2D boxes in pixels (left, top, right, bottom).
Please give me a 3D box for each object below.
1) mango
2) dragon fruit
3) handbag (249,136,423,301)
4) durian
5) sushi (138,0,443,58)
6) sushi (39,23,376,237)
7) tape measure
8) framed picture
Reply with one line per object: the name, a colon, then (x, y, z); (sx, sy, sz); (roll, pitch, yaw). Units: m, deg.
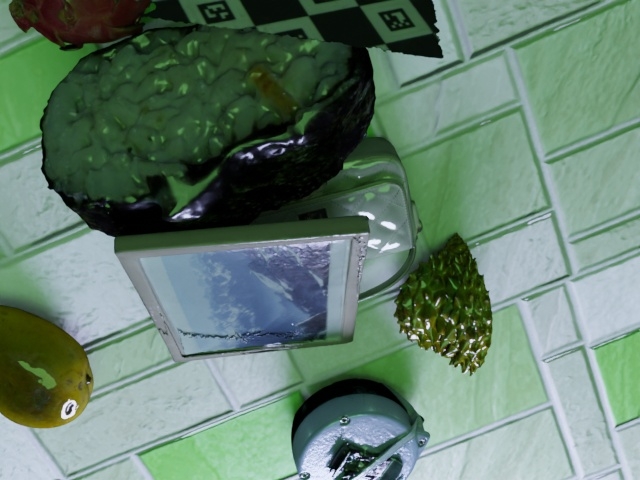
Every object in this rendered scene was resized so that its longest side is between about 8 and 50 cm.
mango: (-0.379, 0.158, 0.920); (0.195, 0.098, 0.137); (34, 110, -13)
dragon fruit: (-0.231, -0.264, 0.739); (0.166, 0.133, 0.136); (-14, 157, 1)
handbag: (0.000, 0.000, 0.901); (0.256, 0.079, 0.219); (-14, 118, 2)
durian: (0.152, 0.102, 0.935); (0.108, 0.119, 0.186); (-8, 115, -7)
sushi: (-0.029, -0.274, 0.699); (0.264, 0.290, 0.050); (5, 146, -8)
sushi: (-0.107, -0.117, 0.759); (0.350, 0.211, 0.171); (-26, 158, -2)
tape measure: (0.048, 0.286, 1.014); (0.181, 0.107, 0.182); (17, 114, -20)
framed picture: (-0.075, 0.069, 0.841); (0.247, 0.022, 0.335); (-5, 153, -4)
